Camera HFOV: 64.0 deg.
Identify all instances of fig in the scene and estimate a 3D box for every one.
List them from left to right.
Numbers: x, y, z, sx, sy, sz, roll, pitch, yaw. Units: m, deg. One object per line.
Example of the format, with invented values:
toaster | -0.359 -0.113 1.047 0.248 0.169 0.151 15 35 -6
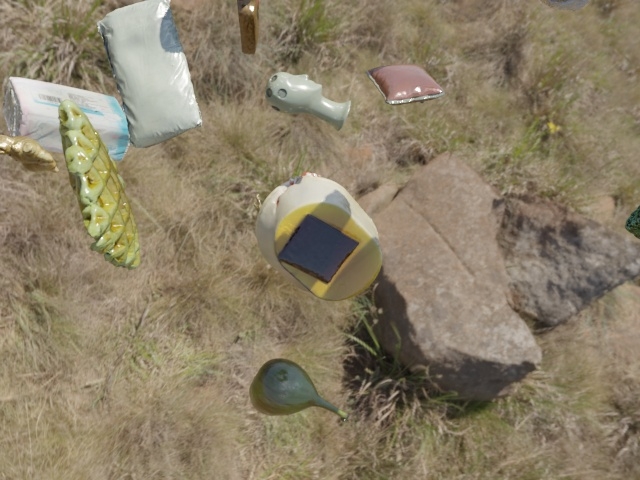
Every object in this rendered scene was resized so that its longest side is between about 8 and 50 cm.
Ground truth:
fig | -0.052 0.400 1.279 0.259 0.151 0.151 28 51 8

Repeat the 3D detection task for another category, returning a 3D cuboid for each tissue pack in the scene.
tissue pack | -0.654 -0.311 1.332 0.271 0.124 0.201 3 36 -44

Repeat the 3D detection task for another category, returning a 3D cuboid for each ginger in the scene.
ginger | -0.550 -0.161 0.869 0.193 0.177 0.052 22 72 -66

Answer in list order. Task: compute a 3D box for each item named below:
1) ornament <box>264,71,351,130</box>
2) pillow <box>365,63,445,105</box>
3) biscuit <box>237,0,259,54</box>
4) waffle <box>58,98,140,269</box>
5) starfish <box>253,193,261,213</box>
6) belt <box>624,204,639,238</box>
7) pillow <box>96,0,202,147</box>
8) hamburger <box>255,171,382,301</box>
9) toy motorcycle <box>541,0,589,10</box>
ornament | -0.025 -0.261 0.947 0.156 0.081 0.074 20 26 -11
pillow | 0.228 -0.418 1.390 0.172 0.075 0.179 -10 44 -11
biscuit | -0.126 -0.464 0.842 0.043 0.301 0.278 -6 36 -6
waffle | -0.300 -0.065 0.706 0.054 0.214 0.207 -19 79 -10
starfish | -0.137 -0.062 1.182 0.016 0.086 0.092 -10 94 -16
belt | 0.487 -0.038 0.673 0.079 0.151 0.121 42 76 10
pillow | -0.279 -0.274 0.838 0.128 0.051 0.229 -15 91 5
hamburger | 0.000 0.000 1.105 0.295 0.227 0.151 46 2 -34
toy motorcycle | 0.336 -0.392 0.588 0.108 0.223 0.340 30 88 8
